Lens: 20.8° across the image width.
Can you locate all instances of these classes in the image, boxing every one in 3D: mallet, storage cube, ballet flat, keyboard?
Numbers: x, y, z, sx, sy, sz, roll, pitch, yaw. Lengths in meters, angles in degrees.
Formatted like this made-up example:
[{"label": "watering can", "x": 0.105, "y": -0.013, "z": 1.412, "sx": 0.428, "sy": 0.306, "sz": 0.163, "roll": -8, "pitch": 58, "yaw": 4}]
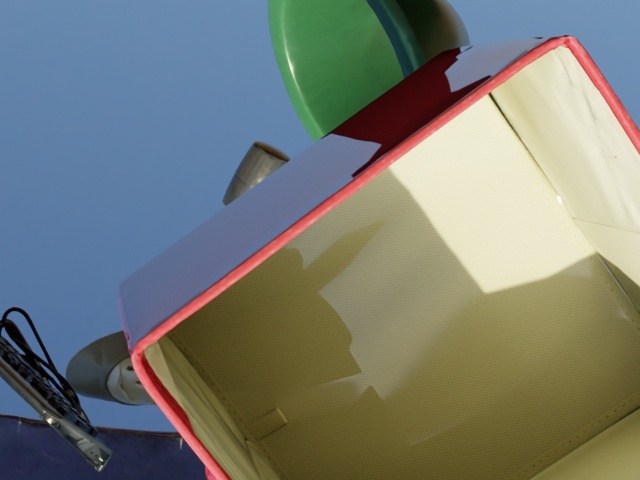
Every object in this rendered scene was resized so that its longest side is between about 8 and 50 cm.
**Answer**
[{"label": "mallet", "x": 0.000, "y": 0.000, "z": 1.389, "sx": 0.190, "sy": 0.062, "sz": 0.039, "roll": 43, "pitch": -162, "yaw": 17}, {"label": "storage cube", "x": 0.049, "y": 0.046, "z": 0.687, "sx": 0.183, "sy": 0.215, "sz": 0.193, "roll": 54, "pitch": 176, "yaw": -9}, {"label": "ballet flat", "x": -0.117, "y": 0.104, "z": 1.463, "sx": 0.213, "sy": 0.072, "sz": 0.068, "roll": -15, "pitch": -145, "yaw": 8}, {"label": "keyboard", "x": -0.178, "y": 0.052, "z": 0.969, "sx": 0.038, "sy": 0.100, "sz": 0.192, "roll": -45, "pitch": -120, "yaw": -10}]

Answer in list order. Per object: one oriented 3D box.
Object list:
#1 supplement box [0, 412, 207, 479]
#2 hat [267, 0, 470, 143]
[{"label": "supplement box", "x": -0.219, "y": 0.298, "z": 1.410, "sx": 0.194, "sy": 0.356, "sz": 0.195, "roll": 9, "pitch": -120, "yaw": -20}, {"label": "hat", "x": 0.086, "y": -0.131, "z": 1.085, "sx": 0.183, "sy": 0.208, "sz": 0.173, "roll": -27, "pitch": -94, "yaw": -23}]
